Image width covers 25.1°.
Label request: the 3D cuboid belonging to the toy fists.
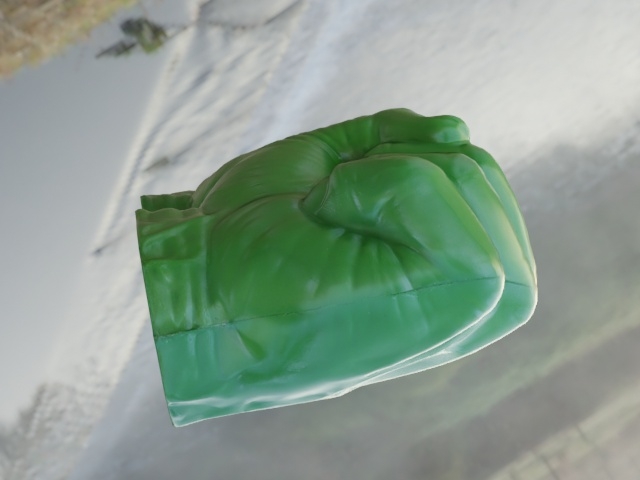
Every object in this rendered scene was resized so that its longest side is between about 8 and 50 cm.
[{"bbox_3d":[0.000,0.000,0.587,0.142,0.096,0.279,-10,-175,-6],"label":"toy fists"}]
